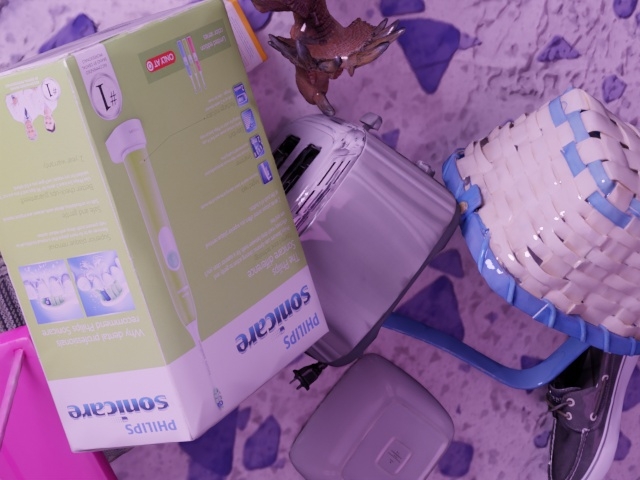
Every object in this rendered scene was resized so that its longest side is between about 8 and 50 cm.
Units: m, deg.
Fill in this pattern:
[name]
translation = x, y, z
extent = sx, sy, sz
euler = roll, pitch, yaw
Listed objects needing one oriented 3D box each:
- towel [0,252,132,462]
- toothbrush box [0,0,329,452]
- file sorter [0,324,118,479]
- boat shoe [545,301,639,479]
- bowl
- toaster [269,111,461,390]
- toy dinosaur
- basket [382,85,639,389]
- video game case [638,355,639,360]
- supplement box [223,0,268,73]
[towel]
translation = -0.265, 0.077, 1.305
extent = 0.324, 0.056, 0.312
euler = -29, 122, -21
[toothbrush box]
translation = -0.128, -0.015, 1.192
extent = 0.206, 0.122, 0.283
euler = -36, 111, -55
[file sorter]
translation = -0.313, 0.229, 1.171
extent = 0.290, 0.182, 0.202
euler = -17, 120, 11
[boat shoe]
translation = 0.263, 0.149, 1.607
extent = 0.076, 0.080, 0.228
euler = 16, 97, -29
[bowl]
translation = 0.058, 0.196, 1.522
extent = 0.142, 0.053, 0.142
euler = 41, 86, -35
[toaster]
translation = 0.000, 0.000, 1.376
extent = 0.146, 0.129, 0.227
euler = 41, 85, -30
[toy dinosaur]
translation = -0.027, -0.211, 1.232
extent = 0.295, 0.127, 0.200
euler = 8, 70, -66
[basket]
translation = 0.209, 0.017, 1.473
extent = 0.255, 0.201, 0.289
euler = 26, 121, -36
[video game case]
translation = 0.397, 0.041, 1.679
extent = 0.173, 0.022, 0.190
euler = 10, 101, -32
[supplement box]
translation = -0.101, -0.150, 1.317
extent = 0.098, 0.036, 0.062
euler = -37, 121, -14
